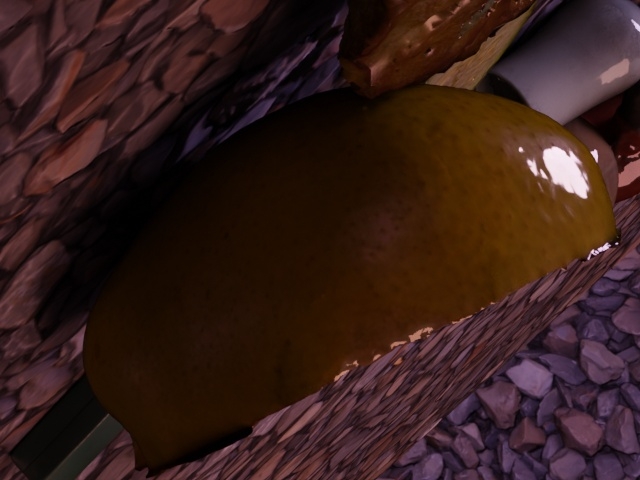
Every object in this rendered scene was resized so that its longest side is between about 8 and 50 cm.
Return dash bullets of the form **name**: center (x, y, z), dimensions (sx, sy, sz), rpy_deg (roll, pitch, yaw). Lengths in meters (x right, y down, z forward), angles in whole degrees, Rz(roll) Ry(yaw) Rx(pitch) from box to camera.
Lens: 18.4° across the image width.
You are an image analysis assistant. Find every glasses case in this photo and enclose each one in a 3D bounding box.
- **glasses case**: center (-0.175, 0.130, 1.647), dimensions (0.184, 0.039, 0.078), rpy_deg (-46, 167, 8)

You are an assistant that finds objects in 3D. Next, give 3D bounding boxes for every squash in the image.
- **squash**: center (0.103, -0.139, 1.655), dimensions (0.219, 0.041, 0.219), rpy_deg (-42, 168, -11)

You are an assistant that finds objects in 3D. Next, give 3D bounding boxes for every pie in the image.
- **pie**: center (0.130, -0.238, 1.277), dimensions (0.354, 0.103, 0.288), rpy_deg (-47, 167, 1)

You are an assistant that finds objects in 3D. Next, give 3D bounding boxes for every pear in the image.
- **pear**: center (0.000, 0.000, 1.409), dimensions (0.386, 0.191, 0.340), rpy_deg (-25, 180, -14)

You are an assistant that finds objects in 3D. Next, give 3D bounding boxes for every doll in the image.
- **doll**: center (0.252, -0.082, 1.994), dimensions (0.330, 0.174, 0.235), rpy_deg (-31, -163, -28)

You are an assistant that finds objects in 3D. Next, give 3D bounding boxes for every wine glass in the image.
- **wine glass**: center (0.256, -0.179, 1.870), dimensions (0.231, 0.103, 0.103), rpy_deg (-37, 166, -21)
